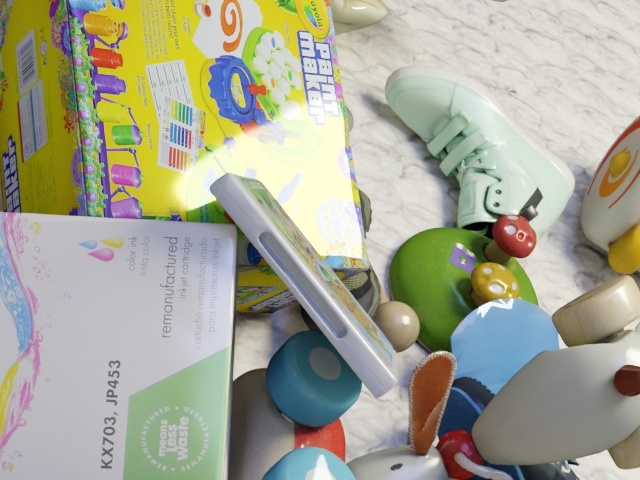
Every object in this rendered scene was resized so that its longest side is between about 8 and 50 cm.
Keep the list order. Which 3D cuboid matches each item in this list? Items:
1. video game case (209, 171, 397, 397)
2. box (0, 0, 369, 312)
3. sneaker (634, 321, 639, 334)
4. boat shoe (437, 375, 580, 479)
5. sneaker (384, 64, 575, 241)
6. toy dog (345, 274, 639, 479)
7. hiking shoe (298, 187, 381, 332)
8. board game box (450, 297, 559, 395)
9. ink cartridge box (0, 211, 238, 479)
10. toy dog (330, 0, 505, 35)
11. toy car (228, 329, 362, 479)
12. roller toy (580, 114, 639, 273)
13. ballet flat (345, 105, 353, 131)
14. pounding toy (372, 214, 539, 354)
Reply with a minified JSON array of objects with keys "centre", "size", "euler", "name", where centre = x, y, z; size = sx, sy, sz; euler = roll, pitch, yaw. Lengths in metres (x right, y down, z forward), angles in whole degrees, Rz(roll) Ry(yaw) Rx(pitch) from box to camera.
[{"centre":[-0.007,0.029,1.114],"size":[0.193,0.023,0.212],"euler":[52,3,1],"name":"video game case"},{"centre":[-0.132,-0.092,1.304],"size":[0.279,0.177,0.289],"euler":[3,72,-33],"name":"box"},{"centre":[0.414,0.147,1.610],"size":[0.057,0.075,0.161],"euler":[1,54,-34],"name":"sneaker"},{"centre":[0.205,0.235,1.382],"size":[0.089,0.109,0.258],"euler":[-36,94,-35],"name":"boat shoe"},{"centre":[0.166,-0.090,1.632],"size":[0.256,0.094,0.151],"euler":[36,45,-2],"name":"sneaker"},{"centre":[0.177,0.168,1.238],"size":[0.220,0.333,0.161],"euler":[42,0,6],"name":"toy dog"},{"centre":[0.000,0.000,1.416],"size":[0.114,0.086,0.226],"euler":[56,20,-37],"name":"hiking shoe"},{"centre":[0.183,0.142,1.455],"size":[0.133,0.033,0.168],"euler":[-8,94,-29],"name":"board game box"},{"centre":[-0.240,0.091,1.042],"size":[0.354,0.119,0.207],"euler":[2,71,-2],"name":"ink cartridge box"},{"centre":[-0.004,-0.364,1.567],"size":[0.408,0.395,0.284],"euler":[-21,79,-8],"name":"toy dog"},{"centre":[0.019,0.228,1.165],"size":[0.238,0.219,0.210],"euler":[23,44,-22],"name":"toy car"},{"centre":[0.403,-0.056,1.697],"size":[0.146,0.209,0.191],"euler":[31,8,-9],"name":"roller toy"},{"centre":[-0.038,-0.148,1.559],"size":[0.213,0.068,0.072],"euler":[-2,56,-36],"name":"ballet flat"},{"centre":[0.154,0.036,1.501],"size":[0.237,0.110,0.183],"euler":[8,50,-30],"name":"pounding toy"}]
